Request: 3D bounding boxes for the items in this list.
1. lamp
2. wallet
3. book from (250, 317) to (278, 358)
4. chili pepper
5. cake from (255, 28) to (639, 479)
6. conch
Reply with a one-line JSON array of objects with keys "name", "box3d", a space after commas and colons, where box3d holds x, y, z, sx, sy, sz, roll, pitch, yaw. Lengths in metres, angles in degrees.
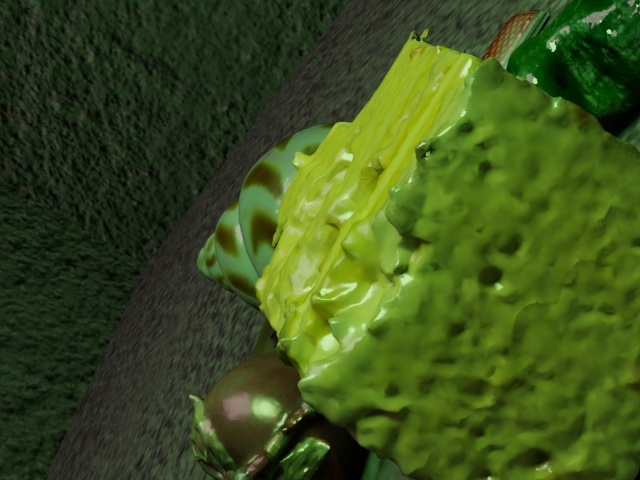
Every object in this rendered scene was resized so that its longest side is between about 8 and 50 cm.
[{"name": "lamp", "box3d": [-0.026, 0.176, 0.961, 0.223, 0.151, 0.215, -24, -11, -35]}, {"name": "wallet", "box3d": [0.190, -0.180, 1.203, 0.196, 0.020, 0.103, -58, 14, 1]}, {"name": "book", "box3d": [-0.026, 0.083, 1.354, 0.239, 0.035, 0.352, -47, 18, 45]}, {"name": "chili pepper", "box3d": [0.244, -0.168, 0.818, 0.270, 0.099, 0.136, -45, 27, 28]}, {"name": "cake", "box3d": [0.098, 0.009, 0.670, 0.222, 0.227, 0.286, -57, 13, 9]}, {"name": "conch", "box3d": [0.001, 0.000, 1.120, 0.368, 0.197, 0.249, 137, 144, -55]}]
